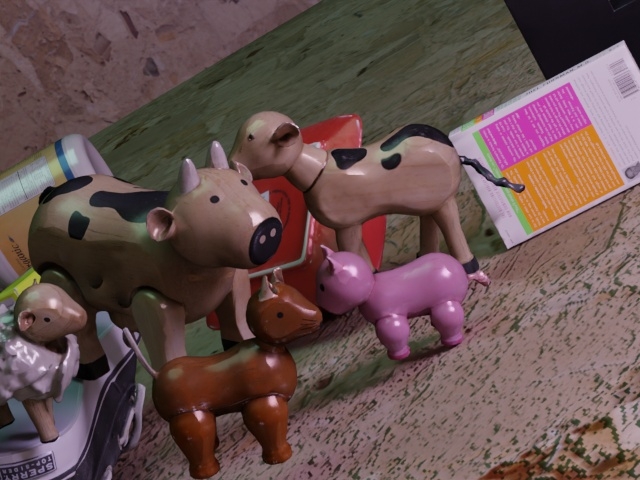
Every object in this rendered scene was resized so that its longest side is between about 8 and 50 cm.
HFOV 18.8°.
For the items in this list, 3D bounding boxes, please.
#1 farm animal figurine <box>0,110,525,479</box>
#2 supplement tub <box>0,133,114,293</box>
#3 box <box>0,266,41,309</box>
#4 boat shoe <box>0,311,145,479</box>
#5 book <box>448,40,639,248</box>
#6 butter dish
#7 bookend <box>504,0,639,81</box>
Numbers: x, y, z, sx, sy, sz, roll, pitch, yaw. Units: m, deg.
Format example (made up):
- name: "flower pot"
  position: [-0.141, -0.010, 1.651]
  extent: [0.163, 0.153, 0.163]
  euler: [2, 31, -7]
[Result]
- name: "farm animal figurine"
  position: [-0.069, 0.003, 1.298]
  extent: [0.327, 0.172, 0.330]
  euler: [-1, 24, 29]
- name: "supplement tub"
  position: [-0.345, -0.026, 2.355]
  extent: [0.200, 0.144, 0.144]
  euler: [-29, 12, 4]
- name: "box"
  position: [-0.221, 0.053, 1.818]
  extent: [0.042, 0.109, 0.178]
  euler: [-23, 14, 38]
- name: "boat shoe"
  position: [-0.184, 0.129, 1.432]
  extent: [0.113, 0.105, 0.306]
  euler: [-11, 22, 3]
- name: "book"
  position: [0.179, -0.070, 1.409]
  extent: [0.144, 0.096, 0.035]
  euler: [-27, 12, 14]
- name: "butter dish"
  position: [0.000, 0.000, 1.529]
  extent: [0.160, 0.118, 0.160]
  euler: [-15, 60, 43]
- name: "bookend"
  position: [0.247, -0.202, 1.647]
  extent: [0.156, 0.157, 0.072]
  euler: [-28, 12, 11]
